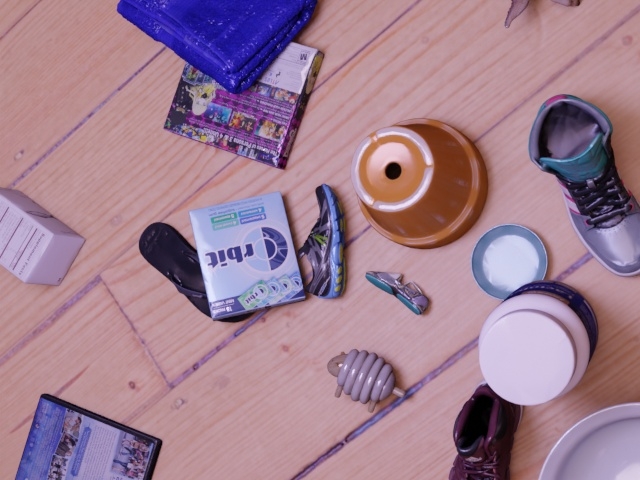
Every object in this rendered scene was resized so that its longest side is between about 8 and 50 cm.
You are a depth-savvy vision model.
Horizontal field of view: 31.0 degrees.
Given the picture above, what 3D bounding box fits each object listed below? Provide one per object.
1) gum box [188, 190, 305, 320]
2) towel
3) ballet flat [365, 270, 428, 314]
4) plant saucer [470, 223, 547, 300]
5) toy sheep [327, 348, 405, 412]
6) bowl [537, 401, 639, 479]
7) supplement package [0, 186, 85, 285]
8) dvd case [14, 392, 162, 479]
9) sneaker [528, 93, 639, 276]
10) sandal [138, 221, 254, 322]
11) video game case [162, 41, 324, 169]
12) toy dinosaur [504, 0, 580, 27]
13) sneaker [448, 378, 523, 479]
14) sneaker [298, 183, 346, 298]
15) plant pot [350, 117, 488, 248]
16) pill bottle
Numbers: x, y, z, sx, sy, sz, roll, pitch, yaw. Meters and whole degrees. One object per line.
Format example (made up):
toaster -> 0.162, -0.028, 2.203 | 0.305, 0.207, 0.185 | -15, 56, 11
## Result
gum box -> -0.121, 0.025, 1.896 | 0.157, 0.041, 0.184 | -12, 79, -5
towel -> -0.181, -0.405, 1.940 | 0.308, 0.076, 0.227 | 38, 84, 25
ballet flat -> 0.125, 0.075, 1.835 | 0.114, 0.041, 0.041 | 35, 97, 20
plant saucer -> 0.292, 0.034, 1.779 | 0.119, 0.021, 0.119 | -2, 84, 22
toy sheep -> 0.072, 0.218, 1.814 | 0.132, 0.091, 0.091 | 21, 93, 8
bowl -> 0.461, 0.374, 1.618 | 0.298, 0.134, 0.297 | -3, 83, 23
supplement package -> -0.532, -0.009, 2.055 | 0.179, 0.105, 0.105 | 34, 97, 20
dvd case -> -0.409, 0.391, 2.013 | 0.253, 0.022, 0.180 | 17, 90, 22
sneaker -> 0.391, -0.089, 1.668 | 0.124, 0.178, 0.295 | -28, 76, 16
sandal -> -0.214, 0.059, 1.953 | 0.255, 0.054, 0.097 | 31, 96, 21
video game case -> -0.132, -0.252, 1.958 | 0.232, 0.042, 0.210 | 19, 90, 22
toy dinosaur -> 0.328, -0.476, 1.769 | 0.200, 0.127, 0.295 | 32, 109, 28
sneaker -> 0.224, 0.340, 1.699 | 0.107, 0.162, 0.281 | 5, 86, 21
sneaker -> 0.000, 0.000, 1.870 | 0.078, 0.067, 0.188 | 0, 88, 15
plant pot -> 0.135, -0.096, 1.763 | 0.205, 0.188, 0.205 | -2, 84, 21
pill bottle -> 0.306, 0.144, 1.622 | 0.153, 0.265, 0.153 | 2, 95, 17
